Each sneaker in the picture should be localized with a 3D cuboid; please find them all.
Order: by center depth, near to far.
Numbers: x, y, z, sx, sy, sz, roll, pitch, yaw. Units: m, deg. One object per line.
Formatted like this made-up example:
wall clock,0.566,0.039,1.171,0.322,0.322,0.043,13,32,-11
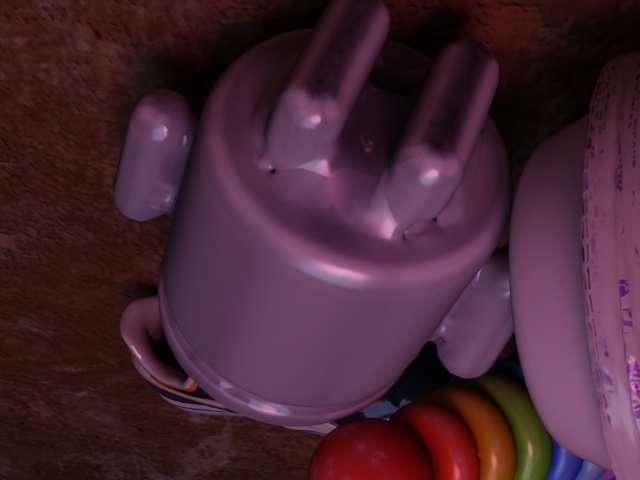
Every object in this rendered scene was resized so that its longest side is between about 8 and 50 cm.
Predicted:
sneaker,-0.032,0.097,0.920,0.321,0.126,0.127,-5,147,24

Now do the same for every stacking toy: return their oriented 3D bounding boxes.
stacking toy,0.128,0.159,0.816,0.330,0.141,0.141,-11,160,-38

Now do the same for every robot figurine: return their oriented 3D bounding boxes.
robot figurine,0.000,0.000,0.714,0.300,0.200,0.353,29,143,1

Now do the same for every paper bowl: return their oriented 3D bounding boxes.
paper bowl,0.209,0.028,0.626,0.148,0.284,0.284,-7,141,28
